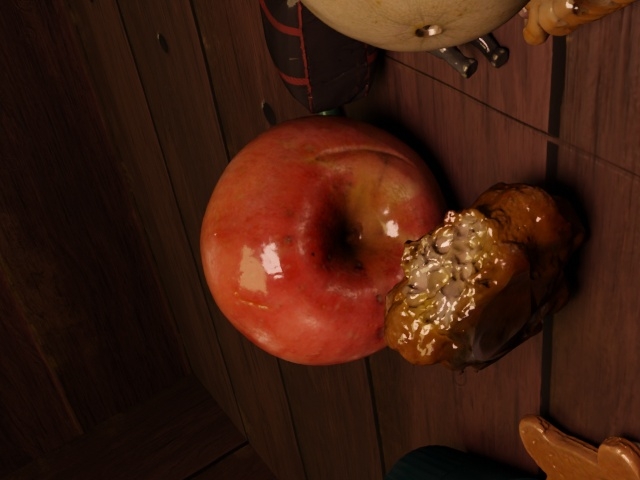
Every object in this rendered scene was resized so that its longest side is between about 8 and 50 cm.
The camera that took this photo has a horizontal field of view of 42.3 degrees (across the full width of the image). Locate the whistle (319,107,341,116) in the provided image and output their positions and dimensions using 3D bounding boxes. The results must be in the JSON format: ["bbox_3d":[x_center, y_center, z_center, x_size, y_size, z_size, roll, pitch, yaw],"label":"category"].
[{"bbox_3d":[0.031,-0.153,1.393,0.039,0.039,0.186,31,143,53],"label":"whistle"}]

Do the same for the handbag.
[{"bbox_3d":[-0.003,-0.306,1.136,0.215,0.155,0.169,83,165,-47],"label":"handbag"}]

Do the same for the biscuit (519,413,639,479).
[{"bbox_3d":[0.416,0.348,1.109,0.340,0.047,0.216,0,118,63],"label":"biscuit"}]

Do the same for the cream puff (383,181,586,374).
[{"bbox_3d":[0.192,0.054,0.988,0.155,0.269,0.241,58,171,41],"label":"cream puff"}]

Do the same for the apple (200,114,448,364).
[{"bbox_3d":[0.000,0.000,1.200,0.364,0.364,0.364,48,154,33],"label":"apple"}]

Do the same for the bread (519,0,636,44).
[{"bbox_3d":[0.243,-0.264,0.736,0.225,0.081,0.134,-4,107,68],"label":"bread"}]

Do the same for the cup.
[{"bbox_3d":[0.277,0.485,1.390,0.292,0.308,0.242,178,98,-67],"label":"cup"}]

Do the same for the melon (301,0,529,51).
[{"bbox_3d":[0.069,-0.320,0.673,0.268,0.268,0.330,146,122,-68],"label":"melon"}]

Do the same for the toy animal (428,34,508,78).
[{"bbox_3d":[0.141,-0.282,0.888,0.137,0.082,0.269,48,168,34],"label":"toy animal"}]
